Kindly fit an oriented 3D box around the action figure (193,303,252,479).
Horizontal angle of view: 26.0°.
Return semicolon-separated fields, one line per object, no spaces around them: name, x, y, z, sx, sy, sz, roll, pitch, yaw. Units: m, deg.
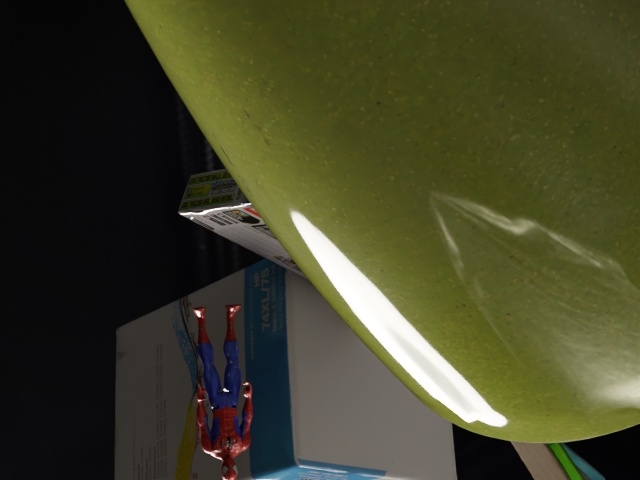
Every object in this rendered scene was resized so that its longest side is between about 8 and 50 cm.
action figure;-0.064;0.100;0.908;0.038;0.030;0.115;-4;-91;-17

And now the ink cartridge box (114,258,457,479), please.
ink cartridge box;-0.042;0.155;1.313;0.198;0.270;0.197;16;-118;-40

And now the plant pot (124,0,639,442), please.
plant pot;0.048;-0.094;0.603;0.293;0.275;0.275;37;-99;-40

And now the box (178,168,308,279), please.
box;0.000;0.000;1.127;0.207;0.114;0.036;28;-110;-33

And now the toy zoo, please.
toy zoo;0.322;0.307;1.444;0.293;0.192;0.030;40;-80;-23
